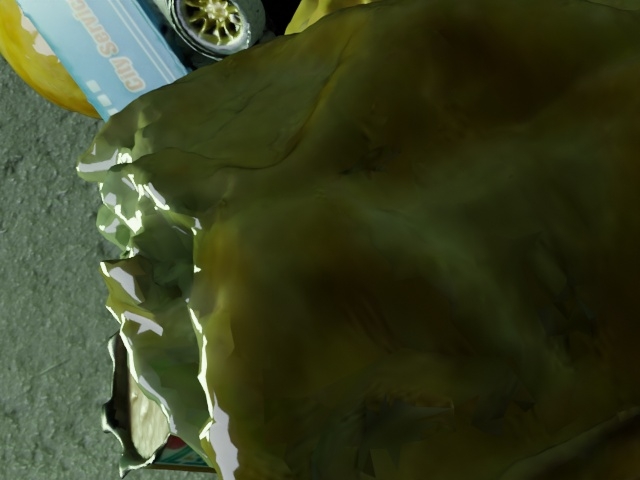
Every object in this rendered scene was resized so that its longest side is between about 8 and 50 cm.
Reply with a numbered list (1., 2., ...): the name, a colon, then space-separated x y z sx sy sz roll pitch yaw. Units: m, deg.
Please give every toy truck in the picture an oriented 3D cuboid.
1. toy truck: -0.060 -0.142 0.973 0.175 0.146 0.367 -12 121 42

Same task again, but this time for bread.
1. bread: 0.078 0.018 0.492 0.238 0.252 0.196 60 180 2

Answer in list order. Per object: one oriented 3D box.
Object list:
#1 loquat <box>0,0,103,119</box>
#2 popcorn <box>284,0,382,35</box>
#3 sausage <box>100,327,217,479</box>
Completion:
1. loquat: -0.156 -0.230 1.277 0.263 0.263 0.263 55 176 6
2. popcorn: 0.039 -0.064 0.734 0.163 0.140 0.194 -88 5 -77
3. sausage: 0.083 0.075 0.695 0.371 0.082 0.082 9 -155 -32
